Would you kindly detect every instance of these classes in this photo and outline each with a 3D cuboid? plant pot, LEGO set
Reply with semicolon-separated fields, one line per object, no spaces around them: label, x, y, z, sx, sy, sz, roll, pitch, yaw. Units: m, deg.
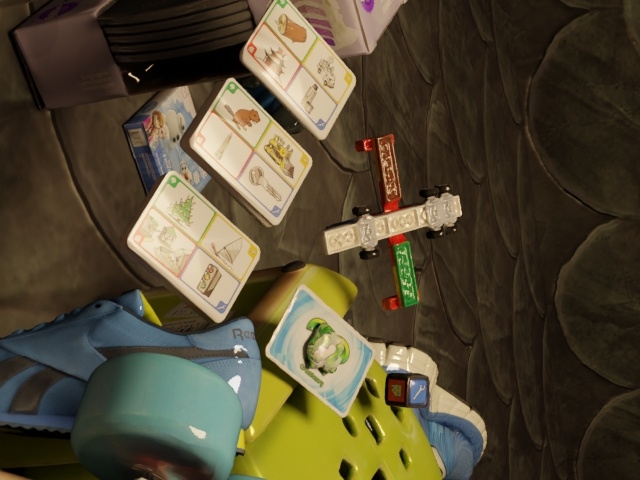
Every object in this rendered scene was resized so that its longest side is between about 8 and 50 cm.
plant pot;-0.071;0.147;0.740;0.227;0.228;0.207;-50;126;-59
LEGO set;0.000;0.000;0.678;0.244;0.060;0.182;43;62;-32

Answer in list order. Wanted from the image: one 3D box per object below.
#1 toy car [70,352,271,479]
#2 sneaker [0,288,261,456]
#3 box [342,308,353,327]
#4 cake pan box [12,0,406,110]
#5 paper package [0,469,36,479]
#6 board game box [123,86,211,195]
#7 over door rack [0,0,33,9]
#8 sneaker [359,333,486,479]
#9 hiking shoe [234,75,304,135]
toy car;0.008;0.179;0.442;0.210;0.238;0.219;64;29;-44
sneaker;-0.133;0.068;0.600;0.069;0.209;0.082;50;44;-72
box;-0.019;0.182;1.079;0.183;0.059;0.232;5;81;-70
cake pan box;-0.056;-0.185;0.797;0.267;0.246;0.070;-61;138;-53
paper package;-0.214;0.232;0.421;0.325;0.168;0.309;47;43;-60
board game box;-0.123;-0.074;0.913;0.090;0.020;0.090;-62;143;-56
over door rack;-0.237;-0.238;0.529;0.324;0.108;0.239;-29;114;-67
sneaker;0.068;0.205;1.089;0.330;0.130;0.147;47;58;-56
hiking shoe;-0.072;-0.240;0.995;0.132;0.113;0.304;-2;87;-47
